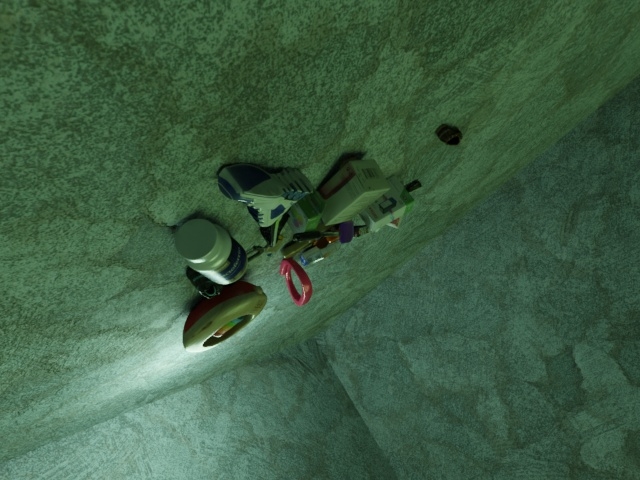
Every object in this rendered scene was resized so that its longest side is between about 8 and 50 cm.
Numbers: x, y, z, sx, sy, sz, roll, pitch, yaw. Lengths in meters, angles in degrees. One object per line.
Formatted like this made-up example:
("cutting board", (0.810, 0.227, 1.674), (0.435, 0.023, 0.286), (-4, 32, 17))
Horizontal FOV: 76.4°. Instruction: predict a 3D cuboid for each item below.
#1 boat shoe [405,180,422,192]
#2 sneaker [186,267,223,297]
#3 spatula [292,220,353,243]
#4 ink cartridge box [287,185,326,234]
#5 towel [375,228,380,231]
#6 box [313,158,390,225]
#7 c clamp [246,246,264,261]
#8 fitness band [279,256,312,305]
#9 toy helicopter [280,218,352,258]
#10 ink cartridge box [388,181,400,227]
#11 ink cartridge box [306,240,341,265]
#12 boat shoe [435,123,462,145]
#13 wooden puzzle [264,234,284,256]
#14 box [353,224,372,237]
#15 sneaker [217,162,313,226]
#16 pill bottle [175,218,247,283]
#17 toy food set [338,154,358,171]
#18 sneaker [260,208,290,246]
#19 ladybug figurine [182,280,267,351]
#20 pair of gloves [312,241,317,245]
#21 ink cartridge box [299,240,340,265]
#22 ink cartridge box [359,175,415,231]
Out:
("boat shoe", (0.429, -0.247, 1.959), (0.133, 0.042, 0.049), (-27, -175, -17))
("sneaker", (-0.423, 0.174, 1.525), (0.101, 0.106, 0.267), (-33, 162, -6))
("spatula", (0.019, -0.022, 1.489), (0.296, 0.084, 0.030), (-7, -168, -37))
("ink cartridge box", (-0.057, -0.097, 1.444), (0.062, 0.109, 0.209), (-24, 159, -27))
("towel", (0.281, -0.062, 2.193), (0.152, 0.023, 0.113), (-20, 156, -33))
("box", (0.104, -0.170, 1.444), (0.148, 0.127, 0.232), (-15, 163, -45))
("c clamp", (-0.294, 0.069, 1.596), (0.160, 0.022, 0.137), (-31, 162, -9))
("fitness band", (-0.113, 0.190, 1.891), (0.054, 0.209, 0.291), (-27, 160, -22))
("toy helicopter", (-0.018, -0.021, 1.722), (0.355, 0.140, 0.235), (-31, 173, 26))
("ink cartridge box", (0.358, -0.163, 1.866), (0.198, 0.067, 0.115), (-69, 160, -1))
("ink cartridge box", (0.045, 0.045, 1.722), (0.179, 0.045, 0.145), (-19, 174, -29))
("boat shoe", (0.539, -0.420, 1.670), (0.207, 0.073, 0.073), (-10, 149, -51))
("wooden puzzle", (-0.186, 0.020, 1.653), (0.116, 0.014, 0.078), (-48, 155, 14))
("box", (0.130, -0.040, 1.818), (0.114, 0.036, 0.207), (-17, -171, -41))
("sneaker", (-0.171, -0.114, 1.194), (0.182, 0.127, 0.315), (-47, 158, 30))
("pill bottle", (-0.333, 0.036, 1.260), (0.153, 0.153, 0.265), (-32, 161, -4))
("toy food set", (0.096, -0.264, 1.420), (0.083, 0.020, 0.082), (-28, 160, -14))
("sneaker", (-0.148, -0.058, 1.432), (0.097, 0.084, 0.235), (-25, 159, -25))
("ladybug figurine", (-0.426, 0.318, 1.773), (0.449, 0.162, 0.305), (-38, 160, 13))
("pair of gloves", (0.000, 0.000, 1.915), (0.083, 0.010, 0.074), (-13, 152, -47))
("ink cartridge box", (0.003, 0.048, 1.964), (0.207, 0.046, 0.097), (-28, 168, -16))
("ink cartridge box", (0.269, -0.158, 1.742), (0.212, 0.154, 0.093), (-29, 159, -12))
